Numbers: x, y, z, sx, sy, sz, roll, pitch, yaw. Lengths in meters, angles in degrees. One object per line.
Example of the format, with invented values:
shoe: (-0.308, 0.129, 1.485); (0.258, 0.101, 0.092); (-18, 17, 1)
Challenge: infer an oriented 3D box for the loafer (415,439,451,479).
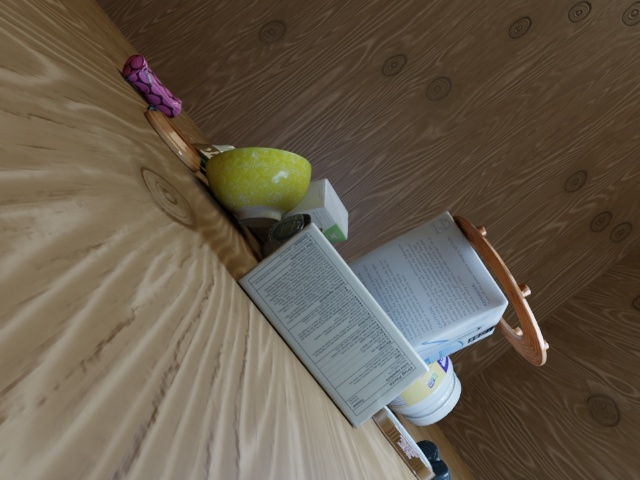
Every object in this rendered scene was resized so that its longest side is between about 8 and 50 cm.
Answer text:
loafer: (0.265, 0.540, 1.054); (0.170, 0.062, 0.061); (-98, 171, -85)

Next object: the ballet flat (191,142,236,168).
ballet flat: (-0.301, -0.233, 1.454); (0.116, 0.124, 0.342); (28, -15, 39)

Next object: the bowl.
bowl: (-0.166, -0.123, 1.193); (0.289, 0.289, 0.156); (55, 34, -75)

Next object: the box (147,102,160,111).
box: (-0.476, -0.365, 1.307); (0.083, 0.018, 0.067); (52, 0, -25)

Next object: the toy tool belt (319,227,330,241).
toy tool belt: (0.000, 0.000, 1.193); (0.052, 0.051, 0.083); (52, 0, -43)

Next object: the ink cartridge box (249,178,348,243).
ink cartridge box: (-0.107, -0.068, 1.468); (0.207, 0.353, 0.119); (52, 34, -51)

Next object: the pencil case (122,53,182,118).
pencil case: (-0.518, -0.472, 1.379); (0.098, 0.095, 0.209); (11, -18, 26)

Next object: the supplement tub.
supplement tub: (0.242, 0.360, 1.325); (0.331, 0.241, 0.241); (51, -1, -11)

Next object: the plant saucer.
plant saucer: (-0.389, -0.273, 1.192); (0.200, 0.037, 0.200); (52, -1, 2)

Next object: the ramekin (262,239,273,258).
ramekin: (-0.057, 0.075, 1.303); (0.273, 0.127, 0.273); (51, -1, 1)

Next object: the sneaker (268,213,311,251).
sneaker: (-0.066, 0.047, 1.099); (0.297, 0.111, 0.129); (-85, 161, -47)

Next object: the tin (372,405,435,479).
tin: (0.178, 0.438, 0.961); (0.190, 0.040, 0.106); (51, -5, 7)

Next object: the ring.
ring: (0.361, 0.094, 0.902); (0.336, 0.032, 0.336); (62, 4, -7)

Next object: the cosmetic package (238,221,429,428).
cosmetic package: (0.020, 0.136, 0.758); (0.309, 0.160, 0.113); (53, -1, -2)

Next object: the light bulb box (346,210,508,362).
light bulb box: (0.188, 0.168, 1.014); (0.225, 0.361, 0.358); (64, 5, 26)
